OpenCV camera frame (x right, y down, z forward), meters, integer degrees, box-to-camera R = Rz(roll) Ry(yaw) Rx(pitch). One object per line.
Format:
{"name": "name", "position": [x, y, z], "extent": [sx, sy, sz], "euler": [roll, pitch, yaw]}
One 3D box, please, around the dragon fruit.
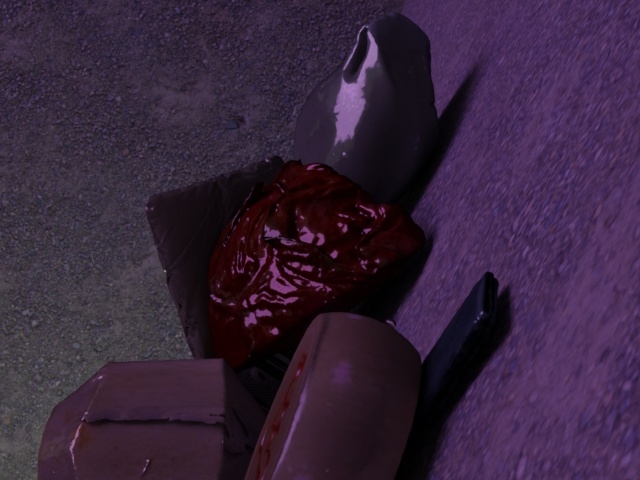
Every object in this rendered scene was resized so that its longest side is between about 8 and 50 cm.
{"name": "dragon fruit", "position": [0.019, 0.018, 1.460], "extent": [0.330, 0.240, 0.302], "euler": [-19, 69, 46]}

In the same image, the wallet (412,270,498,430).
{"name": "wallet", "position": [0.118, 0.095, 0.960], "extent": [0.129, 0.026, 0.088], "euler": [-61, 4, 24]}

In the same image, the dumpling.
{"name": "dumpling", "position": [0.068, -0.165, 1.669], "extent": [0.320, 0.212, 0.270], "euler": [-47, 9, 23]}

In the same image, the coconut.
{"name": "coconut", "position": [-0.179, 0.297, 1.370], "extent": [0.323, 0.323, 0.323], "euler": [-60, 6, 11]}

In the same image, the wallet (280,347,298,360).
{"name": "wallet", "position": [-0.085, 0.219, 1.973], "extent": [0.318, 0.045, 0.172], "euler": [-63, 9, -13]}

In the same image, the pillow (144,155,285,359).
{"name": "pillow", "position": [-0.116, 0.039, 1.615], "extent": [0.076, 0.280, 0.274], "euler": [-10, 10, 44]}

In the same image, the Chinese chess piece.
{"name": "Chinese chess piece", "position": [0.000, 0.196, 1.020], "extent": [0.273, 0.102, 0.273], "euler": [-157, 90, -87]}

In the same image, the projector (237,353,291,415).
{"name": "projector", "position": [-0.148, 0.282, 1.683], "extent": [0.242, 0.163, 0.177], "euler": [-56, 7, 24]}
